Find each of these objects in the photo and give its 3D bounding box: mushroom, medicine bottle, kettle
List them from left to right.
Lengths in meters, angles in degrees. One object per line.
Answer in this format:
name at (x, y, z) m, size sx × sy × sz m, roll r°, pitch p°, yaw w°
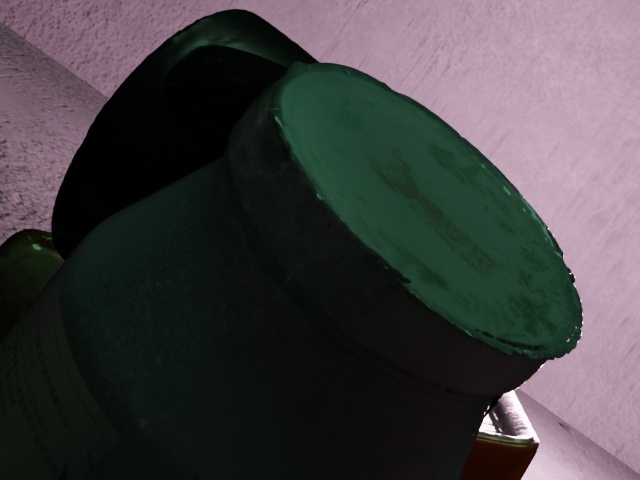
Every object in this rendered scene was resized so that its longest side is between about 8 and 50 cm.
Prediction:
mushroom at (-0.165, 0.090, 1.148) m, size 0.087 × 0.107 × 0.333 m, roll 33°, pitch 7°, yaw -29°
medicine bottle at (-0.029, 0.077, 0.917) m, size 0.245 × 0.290 × 0.245 m, roll 34°, pitch 26°, yaw -20°
kettle at (0.000, 0.000, 1.106) m, size 0.290 × 0.207 × 0.268 m, roll 39°, pitch -26°, yaw 16°

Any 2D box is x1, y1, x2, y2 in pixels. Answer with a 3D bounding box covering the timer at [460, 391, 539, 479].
timer at (0.022, 0.153, 1.449) m, size 0.250 × 0.161 × 0.257 m, roll 26°, pitch 9°, yaw -6°
